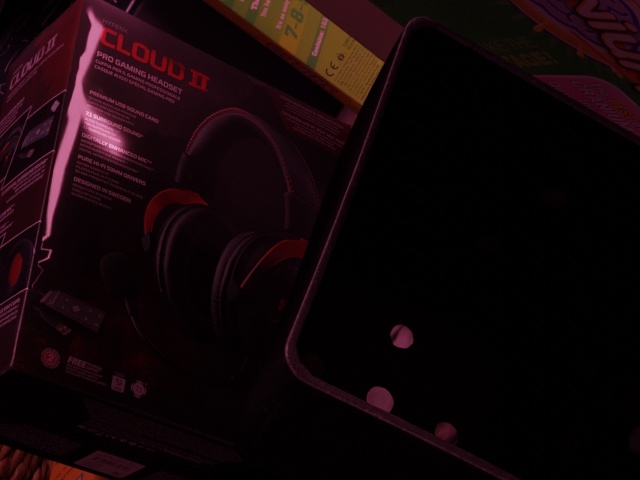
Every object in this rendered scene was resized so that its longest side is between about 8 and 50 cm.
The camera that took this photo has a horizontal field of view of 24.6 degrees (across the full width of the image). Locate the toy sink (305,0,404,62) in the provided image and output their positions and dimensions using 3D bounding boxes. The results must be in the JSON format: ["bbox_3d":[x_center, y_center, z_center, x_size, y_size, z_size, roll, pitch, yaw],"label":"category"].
[{"bbox_3d":[0.070,-0.216,0.949,0.153,0.234,0.131,-38,28,39],"label":"toy sink"}]

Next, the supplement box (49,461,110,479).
[{"bbox_3d":[-0.145,0.188,1.018,0.078,0.080,0.233,-46,25,27],"label":"supplement box"}]

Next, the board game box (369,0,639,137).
[{"bbox_3d":[0.127,-0.138,0.706,0.064,0.242,0.316,-60,21,-9],"label":"board game box"}]

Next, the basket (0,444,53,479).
[{"bbox_3d":[-0.363,0.217,1.234,0.299,0.223,0.213,-57,22,-3],"label":"basket"}]

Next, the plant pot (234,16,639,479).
[{"bbox_3d":[0.062,0.050,0.672,0.167,0.187,0.188,-47,19,55],"label":"plant pot"}]

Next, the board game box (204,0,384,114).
[{"bbox_3d":[-0.033,-0.220,1.132,0.124,0.259,0.039,-59,22,-10],"label":"board game box"}]

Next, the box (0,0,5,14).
[{"bbox_3d":[-0.347,-0.179,1.339,0.145,0.038,0.186,-28,40,35],"label":"box"}]

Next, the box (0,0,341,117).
[{"bbox_3d":[-0.194,-0.123,1.320,0.293,0.212,0.395,-58,31,-9],"label":"box"}]

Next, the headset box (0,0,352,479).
[{"bbox_3d":[-0.100,0.000,0.933,0.110,0.218,0.293,-31,44,45],"label":"headset box"}]
